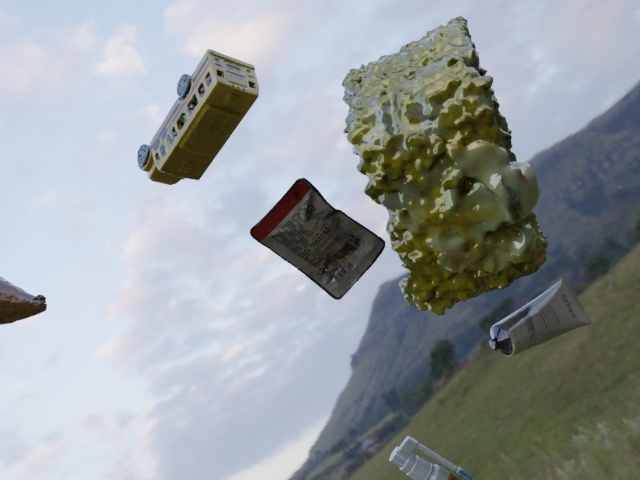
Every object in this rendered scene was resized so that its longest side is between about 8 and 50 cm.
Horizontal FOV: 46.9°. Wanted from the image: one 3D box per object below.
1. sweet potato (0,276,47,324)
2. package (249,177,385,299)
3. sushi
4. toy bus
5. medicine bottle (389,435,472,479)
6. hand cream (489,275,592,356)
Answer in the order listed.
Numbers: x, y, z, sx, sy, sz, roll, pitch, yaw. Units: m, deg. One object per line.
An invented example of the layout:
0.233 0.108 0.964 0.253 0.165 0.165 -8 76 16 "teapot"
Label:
-0.611 0.099 1.264 0.337 0.131 0.131 8 -15 11 "sweet potato"
0.000 0.000 1.405 0.239 0.030 0.154 37 -79 -27 "package"
0.191 -0.104 1.128 0.240 0.396 0.351 -20 27 14 "sushi"
-0.255 -0.229 1.513 0.121 0.123 0.335 11 -45 -37 "toy bus"
0.260 0.511 1.603 0.092 0.221 0.061 -58 2 23 "medicine bottle"
0.346 0.130 1.178 0.186 0.087 0.054 -23 -10 -22 "hand cream"
